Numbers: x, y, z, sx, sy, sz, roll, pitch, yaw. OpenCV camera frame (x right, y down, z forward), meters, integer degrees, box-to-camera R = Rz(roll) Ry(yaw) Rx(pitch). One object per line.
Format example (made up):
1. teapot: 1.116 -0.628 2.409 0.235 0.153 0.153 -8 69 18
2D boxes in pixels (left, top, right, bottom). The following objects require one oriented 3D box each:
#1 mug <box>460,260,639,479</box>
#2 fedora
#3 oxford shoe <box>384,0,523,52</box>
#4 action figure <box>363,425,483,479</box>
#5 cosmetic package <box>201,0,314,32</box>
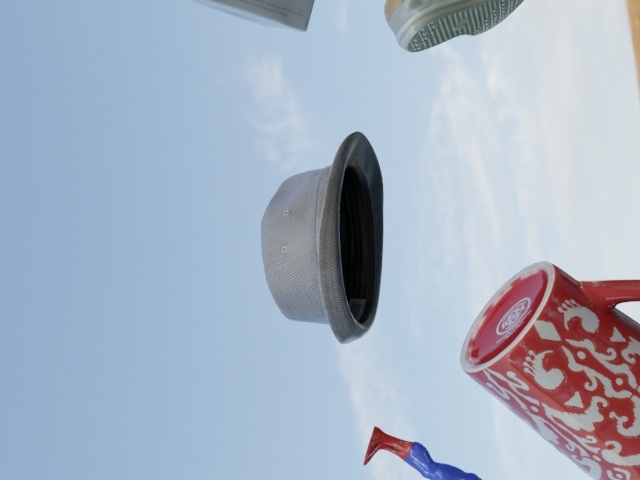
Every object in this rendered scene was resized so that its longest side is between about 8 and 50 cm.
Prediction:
1. mug: 0.197 0.084 0.514 0.169 0.113 0.150 36 -96 -6
2. fedora: 0.000 0.000 1.018 0.244 0.124 0.275 38 -128 -67
3. oxford shoe: 0.309 -0.526 1.692 0.449 0.169 0.130 -24 -108 -36
4. action figure: 0.188 0.374 1.084 0.091 0.281 0.139 86 -158 -66
5. cosmetic package: -0.091 -0.551 1.225 0.217 0.156 0.384 8 -76 -40
